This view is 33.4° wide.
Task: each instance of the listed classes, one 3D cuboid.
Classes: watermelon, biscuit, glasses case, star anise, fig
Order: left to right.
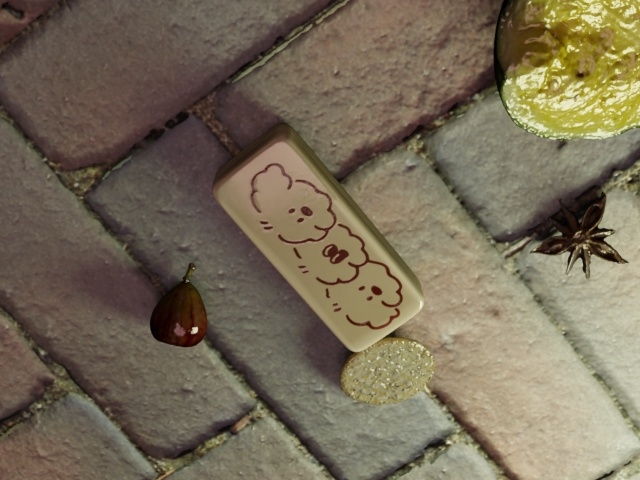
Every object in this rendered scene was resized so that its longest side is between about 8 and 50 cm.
[{"bbox_3d":[-0.204,0.095,1.582,0.088,0.089,0.125,12,86,-5],"label":"fig"},{"bbox_3d":[0.000,0.000,1.531,0.144,0.076,0.336,-37,108,15],"label":"glasses case"},{"bbox_3d":[0.102,0.199,1.628,0.152,0.020,0.152,-6,131,-7],"label":"biscuit"},{"bbox_3d":[0.365,0.000,1.542,0.129,0.056,0.124,-19,87,13],"label":"star anise"},{"bbox_3d":[0.366,-0.289,1.334,0.330,0.190,0.331,-11,154,-6],"label":"watermelon"}]
